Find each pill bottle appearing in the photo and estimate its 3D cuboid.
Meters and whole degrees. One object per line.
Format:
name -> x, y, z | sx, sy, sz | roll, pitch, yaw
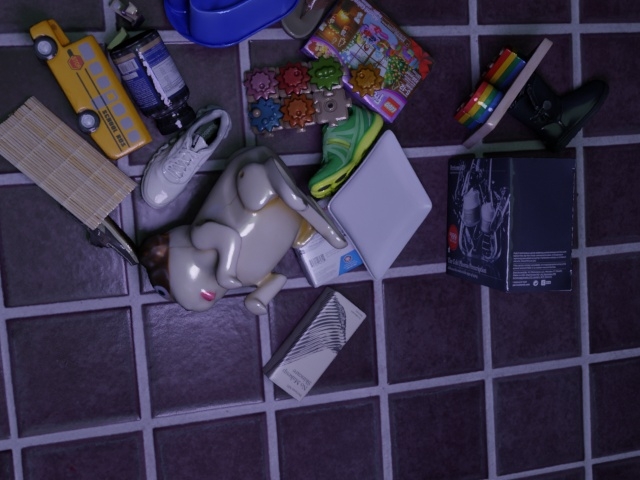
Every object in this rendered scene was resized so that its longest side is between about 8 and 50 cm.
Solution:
pill bottle -> -0.375, -0.357, 1.752 | 0.122, 0.123, 0.219 | -31, 115, -11

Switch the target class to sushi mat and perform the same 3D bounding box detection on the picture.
sushi mat -> -0.582, -0.176, 1.731 | 0.316, 0.019, 0.151 | 40, 72, -5

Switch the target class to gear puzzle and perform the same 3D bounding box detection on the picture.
gear puzzle -> -0.013, -0.354, 1.836 | 0.338, 0.044, 0.176 | -9, 84, 3

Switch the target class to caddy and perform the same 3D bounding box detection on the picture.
caddy -> -0.199, -0.594, 1.766 | 0.341, 0.179, 0.241 | -32, 80, -10

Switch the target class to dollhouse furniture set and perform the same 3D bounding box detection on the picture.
dollhouse furniture set -> -0.474, -0.496, 1.750 | 0.081, 0.091, 0.114 | 35, 88, 0

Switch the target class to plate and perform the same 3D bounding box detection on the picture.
plate -> 0.144, -0.087, 1.911 | 0.278, 0.045, 0.277 | -52, 127, -23

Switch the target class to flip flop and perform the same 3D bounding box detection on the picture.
flip flop -> -0.001, -0.613, 1.865 | 0.112, 0.080, 0.277 | 42, 83, -15

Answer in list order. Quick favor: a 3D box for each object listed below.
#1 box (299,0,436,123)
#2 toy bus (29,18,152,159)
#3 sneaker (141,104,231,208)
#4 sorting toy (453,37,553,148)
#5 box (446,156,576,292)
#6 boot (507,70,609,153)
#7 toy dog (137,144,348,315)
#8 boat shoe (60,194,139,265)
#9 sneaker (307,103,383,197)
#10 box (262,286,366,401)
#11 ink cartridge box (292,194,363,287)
box -> 0.122, -0.462, 1.924 | 0.293, 0.057, 0.201 | 38, 85, -15
toy bus -> -0.519, -0.341, 1.729 | 0.130, 0.108, 0.333 | -31, 102, -12
sneaker -> -0.315, -0.200, 1.797 | 0.110, 0.118, 0.292 | 38, 86, -17
sorting toy -> 0.437, -0.380, 1.927 | 0.089, 0.255, 0.257 | 35, 85, 0
box -> 0.460, -0.050, 1.908 | 0.178, 0.343, 0.313 | 0, 94, -15
boot -> 0.632, -0.385, 2.054 | 0.207, 0.094, 0.246 | 40, 90, -19
toy dog -> -0.217, -0.013, 1.739 | 0.408, 0.284, 0.395 | -40, 62, 5
boat shoe -> -0.508, -0.019, 1.781 | 0.073, 0.080, 0.224 | -42, 99, -3
sneaker -> 0.042, -0.219, 1.885 | 0.123, 0.109, 0.296 | 33, 59, 3
box -> -0.016, 0.258, 1.930 | 0.113, 0.094, 0.275 | 38, 84, -15
ink cartridge box -> 0.000, 0.000, 1.918 | 0.139, 0.082, 0.191 | -27, 100, -12
